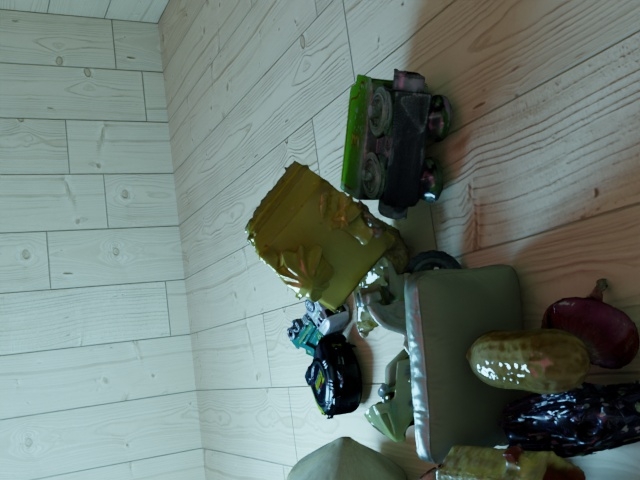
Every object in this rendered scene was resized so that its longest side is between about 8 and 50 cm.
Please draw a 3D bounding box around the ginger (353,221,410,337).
[{"bbox_3d":[0.138,0.098,1.618,0.219,0.123,0.269,-136,40,-65],"label":"ginger"}]

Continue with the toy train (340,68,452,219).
[{"bbox_3d":[0.153,-0.211,1.513,0.249,0.174,0.307,-135,47,-64],"label":"toy train"}]

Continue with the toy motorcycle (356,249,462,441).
[{"bbox_3d":[0.194,0.227,1.420,0.169,0.237,0.409,48,-144,-76],"label":"toy motorcycle"}]

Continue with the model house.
[{"bbox_3d":[0.303,0.408,1.084,0.196,0.160,0.253,-12,113,51],"label":"model house"}]

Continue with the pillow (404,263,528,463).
[{"bbox_3d":[0.261,0.206,1.237,0.120,0.256,0.322,-4,89,57],"label":"pillow"}]

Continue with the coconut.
[{"bbox_3d":[0.057,0.597,1.639,0.329,0.329,0.328,12,103,62],"label":"coconut"}]

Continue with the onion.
[{"bbox_3d":[0.422,0.116,1.088,0.140,0.150,0.150,-56,20,-19],"label":"onion"}]

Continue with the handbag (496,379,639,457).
[{"bbox_3d":[0.389,0.278,1.097,0.260,0.162,0.113,-41,59,60],"label":"handbag"}]

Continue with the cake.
[{"bbox_3d":[0.000,0.000,1.468,0.227,0.222,0.286,-53,26,2],"label":"cake"}]

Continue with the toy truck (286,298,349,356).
[{"bbox_3d":[0.002,0.234,1.918,0.116,0.110,0.216,57,142,24],"label":"toy truck"}]

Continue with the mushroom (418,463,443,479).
[{"bbox_3d":[0.234,0.576,1.531,0.094,0.072,0.209,54,139,34],"label":"mushroom"}]

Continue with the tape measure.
[{"bbox_3d":[0.040,0.366,1.848,0.186,0.112,0.199,-110,25,-43],"label":"tape measure"}]

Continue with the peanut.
[{"bbox_3d":[0.308,0.180,1.068,0.226,0.108,0.095,-13,73,58],"label":"peanut"}]
